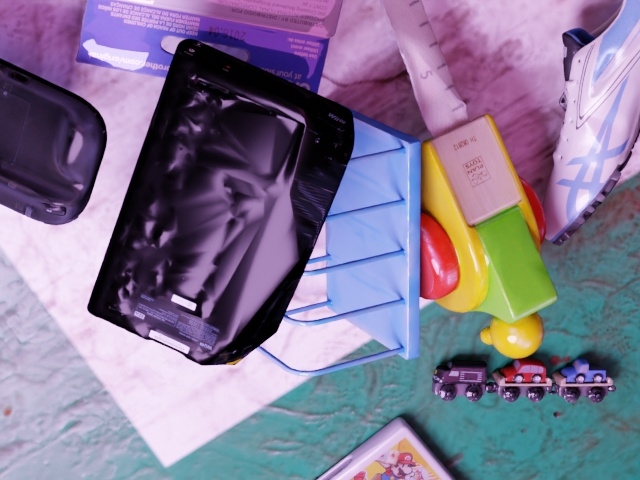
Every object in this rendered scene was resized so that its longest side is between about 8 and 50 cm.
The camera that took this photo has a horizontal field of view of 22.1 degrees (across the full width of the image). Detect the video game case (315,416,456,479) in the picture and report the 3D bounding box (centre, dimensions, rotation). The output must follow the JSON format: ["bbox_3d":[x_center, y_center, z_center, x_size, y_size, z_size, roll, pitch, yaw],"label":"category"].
[{"bbox_3d":[0.054,0.290,1.404,0.206,0.026,0.227,-38,112,5],"label":"video game case"}]

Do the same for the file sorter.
[{"bbox_3d":[0.000,0.000,1.215,0.104,0.118,0.170,-13,114,-29],"label":"file sorter"}]

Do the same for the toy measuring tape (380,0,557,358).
[{"bbox_3d":[0.085,-0.062,1.249,0.121,0.121,0.330,-24,92,-2],"label":"toy measuring tape"}]

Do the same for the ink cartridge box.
[{"bbox_3d":[-0.059,-0.263,1.149,0.185,0.065,0.311,8,106,-13],"label":"ink cartridge box"}]

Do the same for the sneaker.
[{"bbox_3d":[0.213,-0.109,1.261,0.086,0.085,0.237,23,110,9],"label":"sneaker"}]

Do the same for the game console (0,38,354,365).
[{"bbox_3d":[-0.169,-0.065,1.139,0.361,0.044,0.213,25,115,4],"label":"game console"}]

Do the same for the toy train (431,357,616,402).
[{"bbox_3d":[0.170,0.114,1.360,0.158,0.027,0.036,2,99,-11],"label":"toy train"}]
